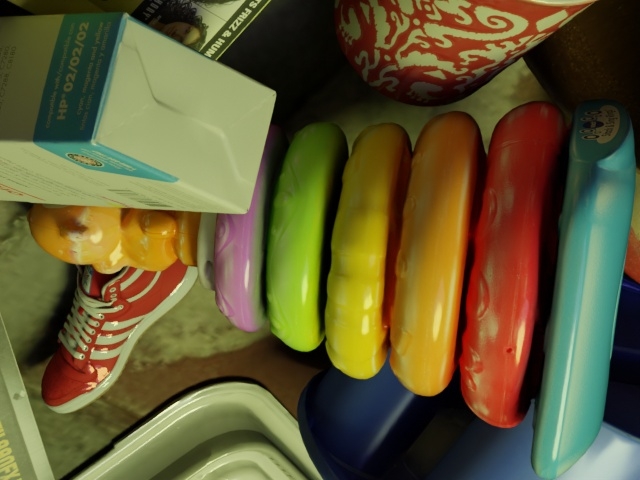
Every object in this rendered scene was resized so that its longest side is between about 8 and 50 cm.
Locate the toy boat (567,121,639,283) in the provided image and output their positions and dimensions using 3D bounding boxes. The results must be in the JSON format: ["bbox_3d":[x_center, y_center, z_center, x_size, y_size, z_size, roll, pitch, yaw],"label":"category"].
[{"bbox_3d":[0.221,-0.027,1.188,0.231,0.151,0.151,4,158,-40],"label":"toy boat"}]

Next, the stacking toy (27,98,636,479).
[{"bbox_3d":[0.000,0.000,0.972,0.302,0.175,0.165,7,109,7],"label":"stacking toy"}]

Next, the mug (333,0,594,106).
[{"bbox_3d":[0.076,-0.149,0.917,0.113,0.150,0.169,11,161,-14],"label":"mug"}]

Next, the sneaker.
[{"bbox_3d":[-0.123,0.039,1.045,0.118,0.042,0.067,-49,146,5],"label":"sneaker"}]

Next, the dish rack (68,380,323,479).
[{"bbox_3d":[-0.119,0.255,1.262,0.333,0.072,0.285,-35,144,2],"label":"dish rack"}]

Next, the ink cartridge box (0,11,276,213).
[{"bbox_3d":[-0.125,-0.057,0.877,0.104,0.181,0.061,25,73,-49],"label":"ink cartridge box"}]

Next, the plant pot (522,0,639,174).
[{"bbox_3d":[0.235,-0.172,0.988,0.230,0.215,0.215,-37,146,-24],"label":"plant pot"}]

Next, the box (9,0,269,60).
[{"bbox_3d":[-0.116,-0.147,0.835,0.087,0.058,0.232,-46,142,14],"label":"box"}]

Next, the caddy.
[{"bbox_3d":[0.143,0.135,1.196,0.341,0.241,0.179,13,116,-44],"label":"caddy"}]

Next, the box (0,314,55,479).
[{"bbox_3d":[-0.244,0.097,1.003,0.183,0.056,0.231,-25,142,-14],"label":"box"}]
